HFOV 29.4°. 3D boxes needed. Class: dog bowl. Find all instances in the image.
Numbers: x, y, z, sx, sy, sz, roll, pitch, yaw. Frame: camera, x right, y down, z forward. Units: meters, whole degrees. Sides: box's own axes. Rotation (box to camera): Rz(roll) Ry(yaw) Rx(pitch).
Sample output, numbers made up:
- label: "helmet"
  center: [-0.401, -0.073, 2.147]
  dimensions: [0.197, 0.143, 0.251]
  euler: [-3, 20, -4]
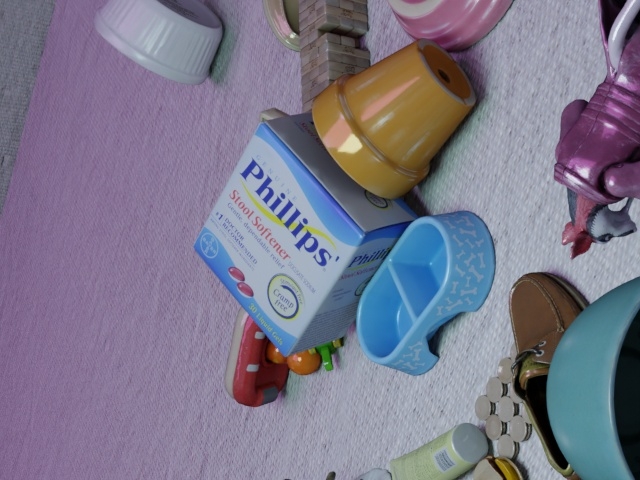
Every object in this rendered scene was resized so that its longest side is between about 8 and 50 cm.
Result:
- label: "dog bowl"
  center: [0.150, 0.079, 1.849]
  dimensions: [0.297, 0.074, 0.166]
  euler: [-57, 41, 36]

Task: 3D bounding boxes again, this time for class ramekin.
- label: "ramekin"
  center: [-0.328, -0.451, 2.549]
  dimensions: [0.127, 0.273, 0.273]
  euler: [-56, 40, 19]

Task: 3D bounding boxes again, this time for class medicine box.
- label: "medicine box"
  center: [-0.028, -0.012, 1.949]
  dimensions: [0.263, 0.149, 0.289]
  euler: [48, 129, 22]

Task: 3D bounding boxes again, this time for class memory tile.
- label: "memory tile"
  center: [0.269, 0.221, 1.690]
  dimensions: [0.148, 0.012, 0.113]
  euler: [-63, 37, 31]

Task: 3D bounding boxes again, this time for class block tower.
- label: "block tower"
  center: [0.024, -0.337, 2.108]
  dimensions: [0.097, 0.091, 0.335]
  euler: [-24, 64, 55]

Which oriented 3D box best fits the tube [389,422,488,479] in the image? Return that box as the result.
- label: "tube"
  center: [0.164, 0.335, 1.807]
  dimensions: [0.070, 0.062, 0.240]
  euler: [-52, 2, -38]

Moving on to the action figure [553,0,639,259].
- label: "action figure"
  center: [0.360, -0.147, 1.382]
  dimensions: [0.248, 0.276, 0.370]
  euler: [33, 99, 49]

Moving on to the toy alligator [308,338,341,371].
- label: "toy alligator"
  center: [-0.003, 0.134, 2.100]
  dimensions: [0.051, 0.056, 0.189]
  euler: [44, -150, -76]

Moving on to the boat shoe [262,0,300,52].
- label: "boat shoe"
  center: [-0.038, -0.489, 2.223]
  dimensions: [0.098, 0.109, 0.302]
  euler: [-34, 51, 53]

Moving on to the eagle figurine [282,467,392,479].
- label: "eagle figurine"
  center: [0.016, 0.517, 1.931]
  dimensions: [0.226, 0.225, 0.298]
  euler: [-61, -38, -59]

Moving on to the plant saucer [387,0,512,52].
- label: "plant saucer"
  center: [0.191, -0.458, 1.863]
  dimensions: [0.332, 0.084, 0.332]
  euler: [-16, 71, 56]

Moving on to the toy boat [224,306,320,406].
- label: "toy boat"
  center: [-0.068, 0.191, 2.152]
  dimensions: [0.151, 0.151, 0.231]
  euler: [17, 102, 27]

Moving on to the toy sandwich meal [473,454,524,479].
- label: "toy sandwich meal"
  center: [0.247, 0.334, 1.677]
  dimensions: [0.086, 0.029, 0.085]
  euler: [17, 111, 55]

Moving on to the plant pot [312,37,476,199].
- label: "plant pot"
  center: [0.124, -0.198, 1.841]
  dimensions: [0.188, 0.205, 0.205]
  euler: [-40, 51, 30]

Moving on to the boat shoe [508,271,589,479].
- label: "boat shoe"
  center: [0.301, 0.163, 1.558]
  dimensions: [0.110, 0.104, 0.307]
  euler: [-55, 42, 39]

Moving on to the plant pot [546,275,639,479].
- label: "plant pot"
  center: [0.374, 0.165, 1.285]
  dimensions: [0.235, 0.293, 0.293]
  euler: [161, 112, -72]

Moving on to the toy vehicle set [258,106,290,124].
- label: "toy vehicle set"
  center: [-0.007, -0.099, 2.052]
  dimensions: [0.267, 0.035, 0.166]
  euler: [31, 127, 36]
